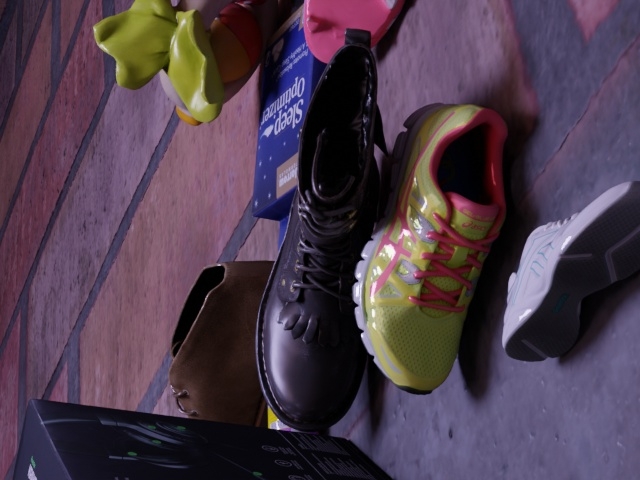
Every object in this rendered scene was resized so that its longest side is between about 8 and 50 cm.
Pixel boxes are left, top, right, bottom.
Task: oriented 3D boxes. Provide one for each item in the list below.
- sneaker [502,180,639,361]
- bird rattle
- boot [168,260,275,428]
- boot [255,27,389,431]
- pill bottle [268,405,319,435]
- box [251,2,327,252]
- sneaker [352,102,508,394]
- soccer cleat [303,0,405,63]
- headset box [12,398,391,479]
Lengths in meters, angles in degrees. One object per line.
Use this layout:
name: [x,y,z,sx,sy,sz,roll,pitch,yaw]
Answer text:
sneaker: [0.145,0.008,0.841,0.152,0.054,0.061,123,152,-46]
bird rattle: [-0.105,-0.227,1.441,0.253,0.143,0.207,-59,-17,-24]
boot: [-0.099,0.133,1.323,0.112,0.115,0.305,-108,34,-48]
boot: [0.000,0.000,1.057,0.229,0.091,0.262,91,-174,-76]
pill bottle: [-0.023,0.138,1.221,0.043,0.043,0.083,132,143,-53]
box: [-0.021,-0.107,1.344,0.136,0.037,0.225,149,127,-63]
sneaker: [0.081,0.000,0.970,0.094,0.081,0.208,169,111,-65]
soccer cleat: [0.049,-0.267,1.201,0.095,0.083,0.248,-67,-6,-66]
headset box: [-0.081,0.217,1.004,0.246,0.283,0.131,-152,74,-67]
